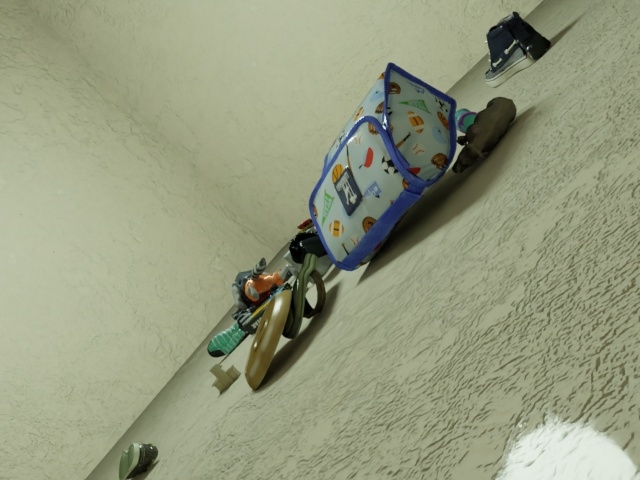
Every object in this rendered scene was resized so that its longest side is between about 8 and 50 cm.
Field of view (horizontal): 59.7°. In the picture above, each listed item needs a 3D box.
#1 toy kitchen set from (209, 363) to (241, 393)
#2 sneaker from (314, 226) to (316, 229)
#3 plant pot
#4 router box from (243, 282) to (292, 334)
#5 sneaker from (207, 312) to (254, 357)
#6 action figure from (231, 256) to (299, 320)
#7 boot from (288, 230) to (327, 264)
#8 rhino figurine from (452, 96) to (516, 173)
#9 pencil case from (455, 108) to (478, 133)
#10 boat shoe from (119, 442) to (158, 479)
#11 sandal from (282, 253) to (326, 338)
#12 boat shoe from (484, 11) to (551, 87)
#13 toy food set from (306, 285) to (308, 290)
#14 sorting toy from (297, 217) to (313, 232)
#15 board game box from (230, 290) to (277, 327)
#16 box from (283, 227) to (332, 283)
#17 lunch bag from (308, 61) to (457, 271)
[{"bbox_3d":[-0.267,0.362,1.552,0.083,0.068,0.075,-44,6,16],"label":"toy kitchen set"},{"bbox_3d":[0.019,-0.012,1.950,0.319,0.112,0.131,-52,19,4],"label":"sneaker"},{"bbox_3d":[-0.123,0.217,1.258,0.236,0.032,0.236,-158,90,-82],"label":"plant pot"},{"bbox_3d":[-0.175,0.234,1.915,0.179,0.046,0.133,-42,7,35],"label":"router box"},{"bbox_3d":[-0.312,0.351,2.056,0.224,0.083,0.098,-39,-12,8],"label":"sneaker"},{"bbox_3d":[-0.215,0.139,2.119,0.341,0.178,0.330,-41,13,-30],"label":"action figure"},{"bbox_3d":[0.000,0.000,1.672,0.207,0.094,0.246,-19,4,-15],"label":"boot"},{"bbox_3d":[0.344,-0.223,1.196,0.243,0.073,0.106,-51,4,-29],"label":"rhino figurine"},{"bbox_3d":[0.408,-0.333,1.561,0.151,0.070,0.064,-72,-9,-72],"label":"pencil case"},{"bbox_3d":[-0.513,0.619,1.558,0.228,0.069,0.081,-46,43,48],"label":"boat shoe"},{"bbox_3d":[-0.026,0.122,1.324,0.303,0.086,0.120,-69,3,-62],"label":"sandal"},{"bbox_3d":[0.578,-0.603,1.761,0.127,0.158,0.340,-46,6,-7],"label":"boat shoe"},{"bbox_3d":[-0.069,0.167,1.737,0.082,0.020,0.083,-44,5,14],"label":"toy food set"},{"bbox_3d":[0.032,-0.118,1.704,0.274,0.046,0.132,-35,-9,11],"label":"sorting toy"},{"bbox_3d":[-0.277,0.298,2.247,0.243,0.042,0.165,-48,6,-24],"label":"board game box"},{"bbox_3d":[-0.027,0.045,1.764,0.072,0.126,0.137,-44,5,39],"label":"box"},{"bbox_3d":[0.135,-0.158,1.273,0.328,0.239,0.385,-53,20,44],"label":"lunch bag"}]
